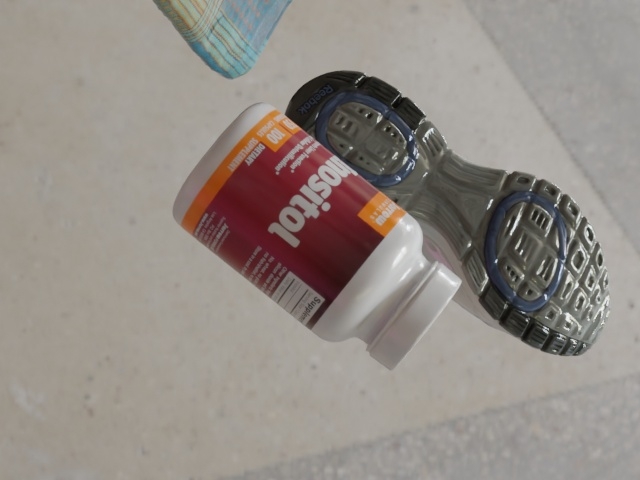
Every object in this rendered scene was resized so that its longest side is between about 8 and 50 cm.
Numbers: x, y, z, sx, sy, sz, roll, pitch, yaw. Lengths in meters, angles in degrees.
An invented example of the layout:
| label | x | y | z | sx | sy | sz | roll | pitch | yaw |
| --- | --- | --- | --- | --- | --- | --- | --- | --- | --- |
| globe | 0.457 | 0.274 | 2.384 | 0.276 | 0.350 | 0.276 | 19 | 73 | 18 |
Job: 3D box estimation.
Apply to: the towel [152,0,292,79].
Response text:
| label | x | y | z | sx | sy | sz | roll | pitch | yaw |
| --- | --- | --- | --- | --- | --- | --- | --- | --- | --- |
| towel | -0.050 | -0.296 | 1.252 | 0.040 | 0.370 | 0.271 | 34 | 88 | 13 |

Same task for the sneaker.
| label | x | y | z | sx | sy | sz | roll | pitch | yaw |
| --- | --- | --- | --- | --- | --- | --- | --- | --- | --- |
| sneaker | 0.093 | -0.018 | 1.072 | 0.297 | 0.129 | 0.111 | 38 | 76 | -8 |

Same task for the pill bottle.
| label | x | y | z | sx | sy | sz | roll | pitch | yaw |
| --- | --- | --- | --- | --- | --- | --- | --- | --- | --- |
| pill bottle | 0.000 | 0.000 | 0.790 | 0.152 | 0.086 | 0.086 | 38 | 51 | 2 |
